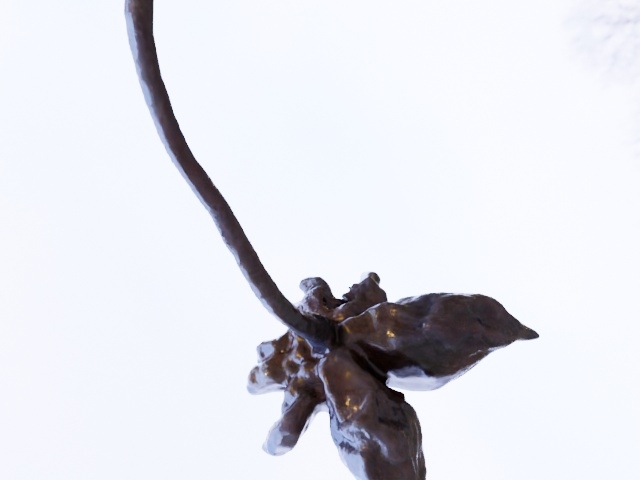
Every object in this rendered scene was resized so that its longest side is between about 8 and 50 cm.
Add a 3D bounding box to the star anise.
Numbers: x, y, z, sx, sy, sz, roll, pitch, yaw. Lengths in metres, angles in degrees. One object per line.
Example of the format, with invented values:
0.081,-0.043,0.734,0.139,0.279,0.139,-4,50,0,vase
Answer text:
0.000,0.000,0.677,0.218,0.148,0.227,64,-178,33,star anise
